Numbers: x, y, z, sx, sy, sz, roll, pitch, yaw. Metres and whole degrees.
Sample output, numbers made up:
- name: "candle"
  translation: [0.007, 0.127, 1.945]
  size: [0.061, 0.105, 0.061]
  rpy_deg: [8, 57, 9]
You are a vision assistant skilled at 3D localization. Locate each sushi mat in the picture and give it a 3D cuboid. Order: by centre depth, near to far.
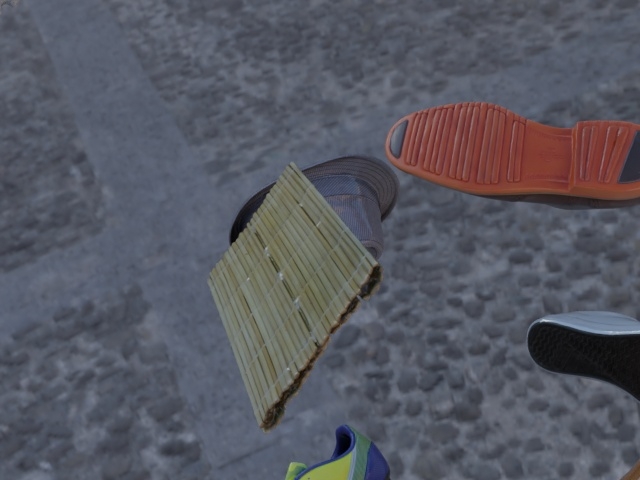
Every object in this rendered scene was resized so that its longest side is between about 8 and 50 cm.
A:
- name: "sushi mat"
  translation: [-0.032, 0.033, 0.931]
  size: [0.151, 0.019, 0.316]
  rpy_deg: [-52, 21, 7]

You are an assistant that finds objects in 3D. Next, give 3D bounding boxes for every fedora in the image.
- name: "fedora"
  translation: [0.000, 0.000, 1.629]
  size: [0.275, 0.244, 0.124]
  rpy_deg: [-21, 59, 11]

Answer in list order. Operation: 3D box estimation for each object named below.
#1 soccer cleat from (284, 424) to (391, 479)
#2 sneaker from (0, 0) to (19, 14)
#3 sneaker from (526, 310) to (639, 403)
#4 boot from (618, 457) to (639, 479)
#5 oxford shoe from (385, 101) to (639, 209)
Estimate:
- name: "soccer cleat"
  translation: [-0.026, 0.350, 1.379]
  size: [0.289, 0.121, 0.093]
  rpy_deg: [-41, 6, -35]
- name: "sneaker"
  translation: [-0.225, -0.271, 0.923]
  size: [0.236, 0.095, 0.104]
  rpy_deg: [-27, 31, -14]
- name: "sneaker"
  translation: [0.409, 0.139, 1.359]
  size: [0.290, 0.106, 0.123]
  rpy_deg: [19, 22, 42]
- name: "boot"
  translation: [0.354, 0.221, 1.127]
  size: [0.073, 0.152, 0.197]
  rpy_deg: [31, 26, 32]
- name: "oxford shoe"
  translation: [0.266, -0.092, 1.456]
  size: [0.363, 0.133, 0.130]
  rpy_deg: [10, 71, 17]
